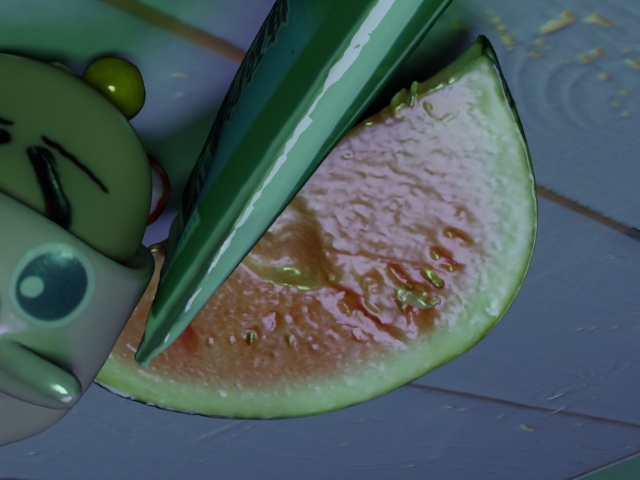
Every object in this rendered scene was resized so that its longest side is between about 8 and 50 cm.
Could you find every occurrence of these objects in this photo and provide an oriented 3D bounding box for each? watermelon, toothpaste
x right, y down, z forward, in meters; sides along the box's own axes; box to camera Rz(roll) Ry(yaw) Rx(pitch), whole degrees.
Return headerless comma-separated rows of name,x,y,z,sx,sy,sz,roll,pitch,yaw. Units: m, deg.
watermelon,0.006,-0.013,1.061,0.303,0.128,0.159,-29,126,26
toothpaste,0.018,-0.099,0.758,0.061,0.099,0.392,27,128,-14

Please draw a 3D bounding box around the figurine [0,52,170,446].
figurine,-0.157,-0.009,0.898,0.176,0.186,0.287,21,-176,2
